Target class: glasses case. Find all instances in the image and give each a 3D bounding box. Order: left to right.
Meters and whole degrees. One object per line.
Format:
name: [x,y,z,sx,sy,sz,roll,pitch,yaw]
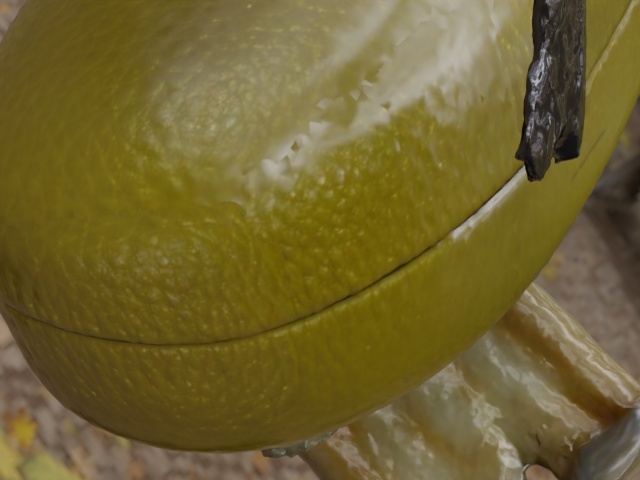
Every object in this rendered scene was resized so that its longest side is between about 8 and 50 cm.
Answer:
glasses case: [0.023,-0.103,0.629,0.141,0.173,0.371,75,32,-43]

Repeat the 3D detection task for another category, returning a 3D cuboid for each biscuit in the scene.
biscuit: [0.101,0.131,1.469,0.290,0.237,0.062,45,1,34]

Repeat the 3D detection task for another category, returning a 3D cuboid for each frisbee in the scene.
frisbee: [0.056,-0.105,0.403,0.211,0.012,0.187,-48,141,-61]

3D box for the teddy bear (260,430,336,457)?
teddy bear: [0.000,0.000,1.183,0.156,0.256,0.267,20,34,-39]
